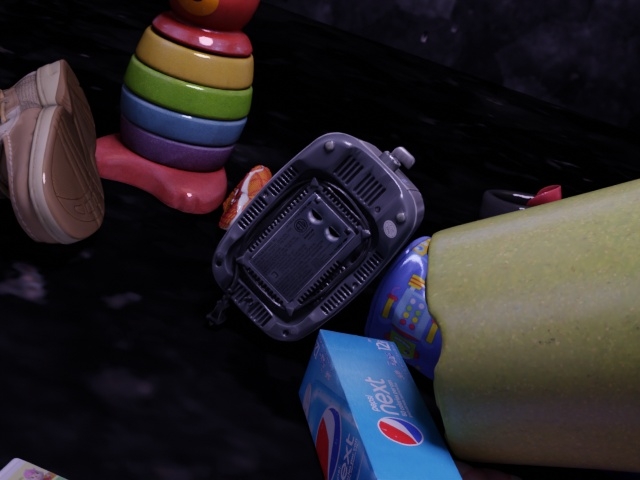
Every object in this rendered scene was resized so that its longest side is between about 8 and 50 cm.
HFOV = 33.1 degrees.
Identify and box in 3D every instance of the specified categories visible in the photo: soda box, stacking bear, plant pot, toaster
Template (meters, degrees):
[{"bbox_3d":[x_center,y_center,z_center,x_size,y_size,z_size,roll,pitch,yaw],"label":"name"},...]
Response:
[{"bbox_3d":[0.041,0.151,0.825,0.071,0.067,0.210,12,21,-17],"label":"soda box"},{"bbox_3d":[-0.149,-0.204,1.256,0.175,0.289,0.164,23,20,11],"label":"stacking bear"},{"bbox_3d":[0.218,0.068,0.810,0.254,0.276,0.276,-8,15,14],"label":"plant pot"},{"bbox_3d":[0.000,0.000,1.015,0.129,0.227,0.146,45,15,7],"label":"toaster"}]

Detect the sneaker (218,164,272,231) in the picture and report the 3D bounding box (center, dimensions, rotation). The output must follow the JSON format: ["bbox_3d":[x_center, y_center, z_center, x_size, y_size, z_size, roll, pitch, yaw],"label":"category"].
[{"bbox_3d":[-0.075,-0.035,1.242,0.067,0.064,0.175,36,23,-12],"label":"sneaker"}]

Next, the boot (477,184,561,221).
[{"bbox_3d":[0.270,0.041,1.156,0.244,0.176,0.088,22,19,5],"label":"boot"}]

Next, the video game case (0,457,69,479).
[{"bbox_3d":[-0.135,0.211,0.581,0.193,0.023,0.212,22,21,7],"label":"video game case"}]

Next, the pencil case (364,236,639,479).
[{"bbox_3d":[0.195,0.107,0.996,0.306,0.119,0.133,27,48,22],"label":"pencil case"}]

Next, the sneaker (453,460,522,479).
[{"bbox_3d":[0.111,0.203,0.780,0.070,0.051,0.134,18,17,3],"label":"sneaker"}]

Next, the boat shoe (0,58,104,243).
[{"bbox_3d":[-0.294,-0.082,1.102,0.110,0.121,0.341,-20,27,-2],"label":"boat shoe"}]
